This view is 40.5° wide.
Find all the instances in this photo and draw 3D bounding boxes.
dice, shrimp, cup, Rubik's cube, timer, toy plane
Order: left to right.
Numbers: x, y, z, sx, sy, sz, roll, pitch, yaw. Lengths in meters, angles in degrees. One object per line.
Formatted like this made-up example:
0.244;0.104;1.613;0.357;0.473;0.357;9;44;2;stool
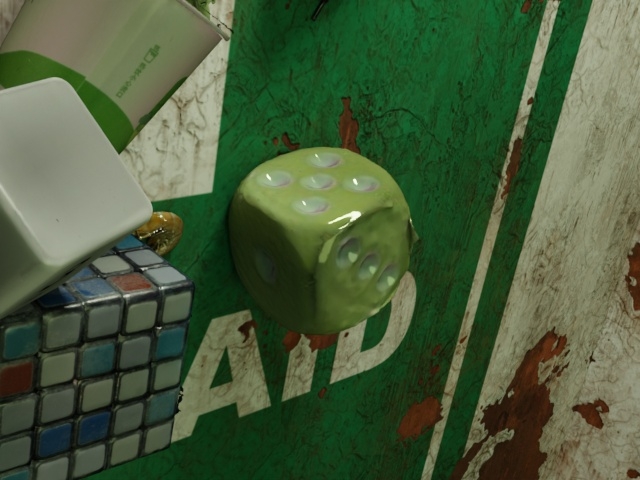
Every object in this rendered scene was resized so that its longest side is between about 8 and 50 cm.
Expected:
-0.339;-0.036;0.943;0.195;0.194;0.192;-33;-176;31;timer
-0.381;0.144;1.209;0.293;0.287;0.291;-13;123;-41;Rubik's cube
-0.291;-0.235;1.113;0.274;0.253;0.253;-53;140;4;cup
-0.292;-0.003;1.411;0.163;0.045;0.095;-9;141;-48;shrimp
-0.180;-0.364;1.285;0.102;0.040;0.111;-20;128;-12;toy plane
0.000;0.000;1.536;0.250;0.254;0.251;-26;132;-29;dice

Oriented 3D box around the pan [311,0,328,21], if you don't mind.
0.022;-0.419;1.467;0.068;0.023;0.115;24;96;-51;pan
